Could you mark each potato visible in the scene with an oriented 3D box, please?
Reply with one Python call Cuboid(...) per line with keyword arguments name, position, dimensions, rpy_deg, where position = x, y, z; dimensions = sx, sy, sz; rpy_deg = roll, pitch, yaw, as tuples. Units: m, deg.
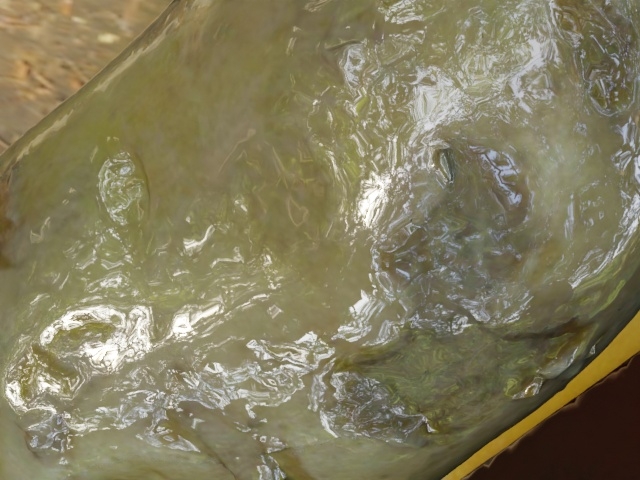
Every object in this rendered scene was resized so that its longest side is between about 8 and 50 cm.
Cuboid(name="potato", position=(0.000, 0.000, 0.515), dimensions=(0.165, 0.165, 0.262), rpy_deg=(39, 117, -22))

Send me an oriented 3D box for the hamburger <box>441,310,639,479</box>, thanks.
Cuboid(name="hamburger", position=(0.177, 0.130, 0.726), dimensions=(0.170, 0.302, 0.302), rpy_deg=(38, 85, -31))
